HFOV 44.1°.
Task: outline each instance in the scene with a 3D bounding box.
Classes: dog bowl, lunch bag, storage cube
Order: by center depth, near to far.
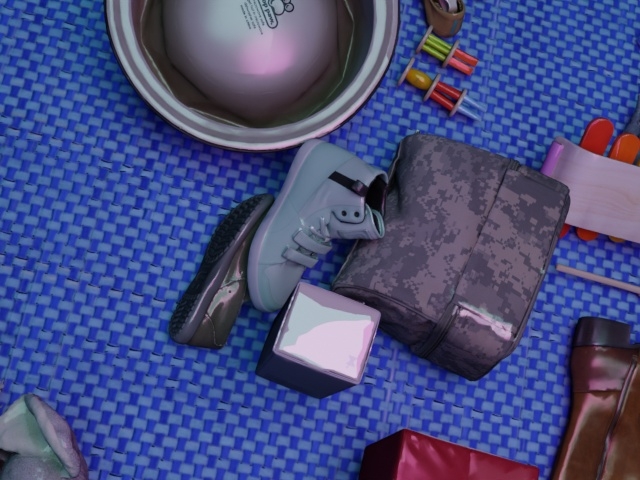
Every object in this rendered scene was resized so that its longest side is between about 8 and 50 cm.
[{"bbox_3d":[0.141,0.364,0.995,0.184,0.215,0.193,17,67,-5],"label":"storage cube"},{"bbox_3d":[0.179,0.011,1.134,0.256,0.212,0.305,26,70,3],"label":"lunch bag"},{"bbox_3d":[-0.100,-0.326,1.153,0.408,0.150,0.407,0,93,-9],"label":"dog bowl"}]

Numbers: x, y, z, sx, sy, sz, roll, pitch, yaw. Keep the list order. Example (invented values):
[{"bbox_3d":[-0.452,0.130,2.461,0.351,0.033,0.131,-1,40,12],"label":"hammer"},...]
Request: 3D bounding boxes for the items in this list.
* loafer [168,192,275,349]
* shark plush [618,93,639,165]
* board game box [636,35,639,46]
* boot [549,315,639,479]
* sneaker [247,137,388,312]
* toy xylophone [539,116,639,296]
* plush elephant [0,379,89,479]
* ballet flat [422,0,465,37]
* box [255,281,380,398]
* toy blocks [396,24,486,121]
[{"bbox_3d":[-0.125,0.047,1.143,0.087,0.094,0.251,34,81,-26],"label":"loafer"},{"bbox_3d":[0.537,-0.166,1.319,0.073,0.067,0.161,25,73,-3],"label":"shark plush"},{"bbox_3d":[0.689,-0.336,1.405,0.212,0.039,0.160,-26,82,-15],"label":"board game box"},{"bbox_3d":[0.492,0.276,1.186,0.264,0.096,0.280,15,75,-7],"label":"boot"},{"bbox_3d":[0.000,-0.001,1.071,0.151,0.094,0.255,25,96,34],"label":"sneaker"},{"bbox_3d":[0.484,-0.039,1.246,0.323,0.081,0.236,22,111,-11],"label":"toy xylophone"},{"bbox_3d":[-0.390,0.308,0.924,0.256,0.271,0.330,9,48,17],"label":"plush elephant"},{"bbox_3d":[0.192,-0.456,1.325,0.080,0.073,0.232,-18,80,-12],"label":"ballet flat"},{"bbox_3d":[-0.012,0.139,1.032,0.113,0.275,0.094,22,73,-5],"label":"box"},{"bbox_3d":[0.215,-0.267,1.292,0.148,0.054,0.123,30,73,-2],"label":"toy blocks"}]
